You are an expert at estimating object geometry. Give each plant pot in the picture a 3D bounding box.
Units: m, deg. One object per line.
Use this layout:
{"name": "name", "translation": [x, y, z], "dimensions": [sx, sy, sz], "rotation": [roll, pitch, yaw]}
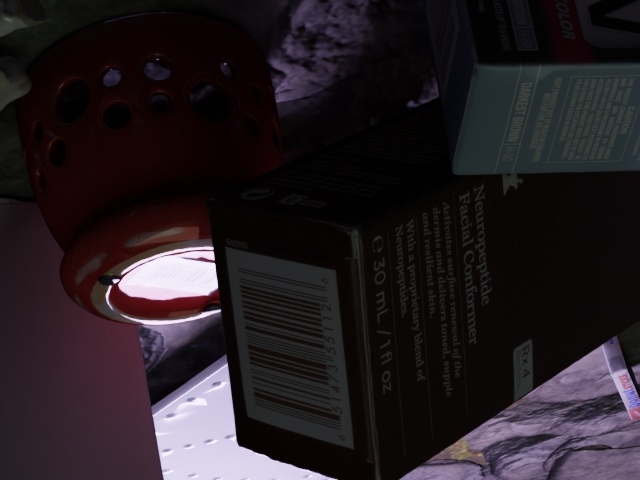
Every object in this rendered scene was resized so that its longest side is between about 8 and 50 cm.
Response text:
{"name": "plant pot", "translation": [-0.116, -0.041, 1.232], "dimensions": [0.191, 0.174, 0.191], "rotation": [-10, 155, -5]}

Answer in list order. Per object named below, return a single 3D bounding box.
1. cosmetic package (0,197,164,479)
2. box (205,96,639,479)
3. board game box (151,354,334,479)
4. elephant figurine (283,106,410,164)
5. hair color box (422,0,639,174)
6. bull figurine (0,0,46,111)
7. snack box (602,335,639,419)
{"name": "cosmetic package", "translation": [-0.248, 0.165, 1.330], "dimensions": [0.217, 0.385, 0.156], "rotation": [1, 149, -24]}
{"name": "box", "translation": [0.105, 0.009, 1.222], "dimensions": [0.143, 0.191, 0.381], "rotation": [12, -153, 39]}
{"name": "board game box", "translation": [-0.008, 0.169, 1.829], "dimensions": [0.390, 0.050, 0.390], "rotation": [13, 143, -42]}
{"name": "elephant figurine", "translation": [0.000, 0.000, 1.409], "dimensions": [0.239, 0.169, 0.186], "rotation": [-18, 129, 43]}
{"name": "hair color box", "translation": [0.264, -0.150, 1.122], "dimensions": [0.374, 0.185, 0.114], "rotation": [-1, 144, -7]}
{"name": "bull figurine", "translation": [-0.289, -0.128, 1.058], "dimensions": [0.310, 0.101, 0.188], "rotation": [9, 142, -42]}
{"name": "snack box", "translation": [0.344, 0.149, 1.949], "dimensions": [0.022, 0.064, 0.178], "rotation": [-20, 153, 10]}
